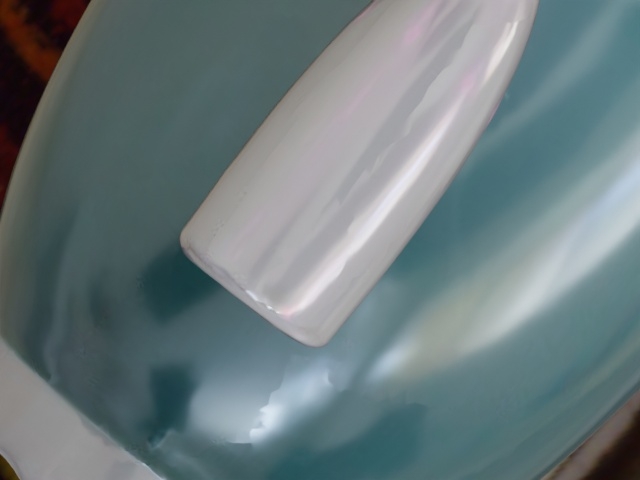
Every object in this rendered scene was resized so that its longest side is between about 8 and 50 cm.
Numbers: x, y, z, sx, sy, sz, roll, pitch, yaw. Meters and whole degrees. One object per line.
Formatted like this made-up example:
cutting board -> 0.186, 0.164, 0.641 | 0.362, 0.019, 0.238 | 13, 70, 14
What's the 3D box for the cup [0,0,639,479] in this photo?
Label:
cup -> 0.000, 0.000, 0.473 | 0.167, 0.300, 0.173 | 38, 91, 3
